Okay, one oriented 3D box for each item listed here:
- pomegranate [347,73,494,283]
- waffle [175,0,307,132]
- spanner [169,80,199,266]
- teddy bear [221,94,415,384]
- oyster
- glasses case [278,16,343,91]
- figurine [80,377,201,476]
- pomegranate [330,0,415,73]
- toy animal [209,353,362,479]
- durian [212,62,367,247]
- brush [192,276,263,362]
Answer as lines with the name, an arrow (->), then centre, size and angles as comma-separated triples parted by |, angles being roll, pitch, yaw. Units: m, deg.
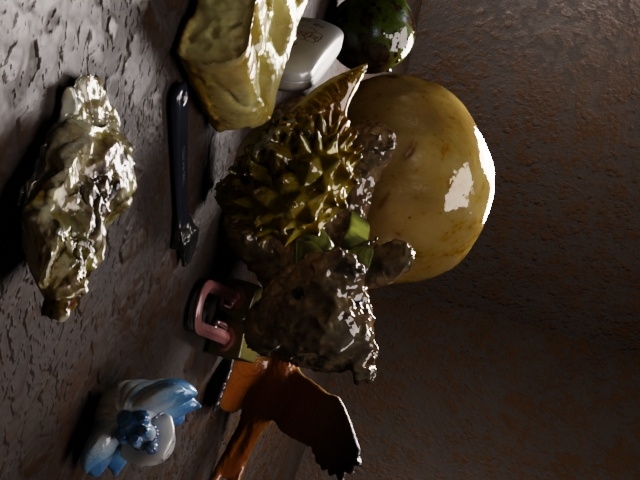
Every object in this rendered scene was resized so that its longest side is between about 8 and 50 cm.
pomegranate -> 0.098, -0.098, 1.192 | 0.342, 0.343, 0.342 | 15, 90, -82
waffle -> -0.049, -0.243, 0.707 | 0.168, 0.057, 0.274 | 77, 28, -75
spanner -> -0.125, -0.053, 0.700 | 0.046, 0.012, 0.208 | -68, 168, -46
teddy bear -> 0.004, -0.009, 0.919 | 0.222, 0.246, 0.296 | 38, -69, 65
oyster -> -0.147, -0.017, 0.473 | 0.108, 0.053, 0.165 | 112, -8, -55
glasses case -> -0.026, -0.213, 0.867 | 0.193, 0.074, 0.049 | -61, 164, -58
figurine -> -0.151, 0.160, 0.658 | 0.114, 0.079, 0.114 | -43, 159, -21
pomegranate -> 0.080, -0.337, 1.175 | 0.169, 0.149, 0.148 | 85, 20, -49
toy animal -> -0.089, 0.285, 1.196 | 0.284, 0.225, 0.302 | -58, -167, 29
durian -> -0.019, -0.100, 0.779 | 0.224, 0.140, 0.078 | -59, 157, -6
brush -> -0.112, 0.093, 0.940 | 0.233, 0.047, 0.103 | 58, 45, -76
